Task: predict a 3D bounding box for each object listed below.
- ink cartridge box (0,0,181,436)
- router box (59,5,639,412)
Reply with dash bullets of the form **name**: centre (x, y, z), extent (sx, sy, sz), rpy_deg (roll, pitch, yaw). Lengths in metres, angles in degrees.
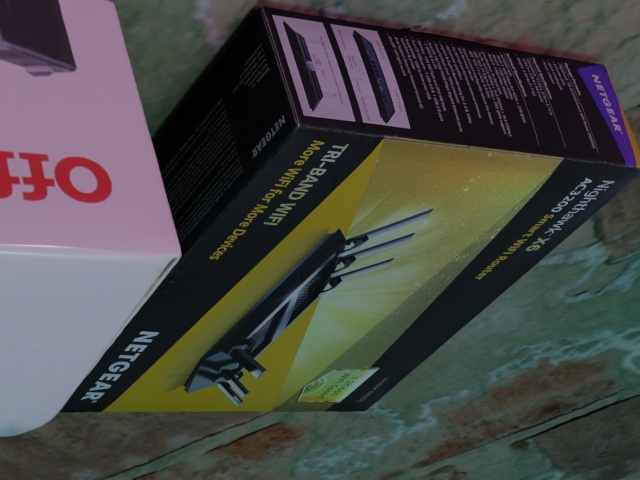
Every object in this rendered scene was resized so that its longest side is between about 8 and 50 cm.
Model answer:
- **ink cartridge box**: centre (-0.180, -0.080, 0.546), extent (0.197, 0.272, 0.114), rpy_deg (3, 147, -33)
- **router box**: centre (0.000, 0.000, 1.000), extent (0.243, 0.081, 0.309), rpy_deg (4, 146, -34)
